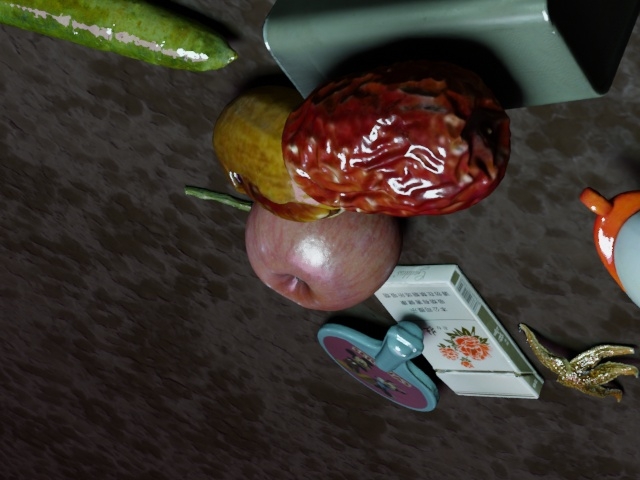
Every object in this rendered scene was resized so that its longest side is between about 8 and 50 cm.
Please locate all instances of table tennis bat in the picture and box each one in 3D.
[{"bbox_3d":[0.070,0.127,1.957,0.153,0.040,0.244,34,164,0],"label":"table tennis bat"}]

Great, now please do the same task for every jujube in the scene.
[{"bbox_3d":[0.049,-0.070,1.297,0.176,0.109,0.112,-3,106,41],"label":"jujube"}]

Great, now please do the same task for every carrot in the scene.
[{"bbox_3d":[-0.242,-0.215,1.667,0.359,0.074,0.074,18,149,14],"label":"carrot"}]

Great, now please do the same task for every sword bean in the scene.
[{"bbox_3d":[-0.107,-0.044,1.886,0.083,0.012,0.012,16,149,23],"label":"sword bean"}]

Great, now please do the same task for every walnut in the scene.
[{"bbox_3d":[-0.024,-0.077,1.642,0.207,0.116,0.116,23,158,51],"label":"walnut"}]

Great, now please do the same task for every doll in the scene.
[{"bbox_3d":[0.355,0.051,1.546,0.336,0.105,0.200,34,-169,-9],"label":"doll"}]

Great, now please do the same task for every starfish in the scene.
[{"bbox_3d":[0.250,0.128,1.838,0.130,0.041,0.133,26,151,4],"label":"starfish"}]

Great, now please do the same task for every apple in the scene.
[{"bbox_3d":[0.000,0.000,1.758,0.153,0.120,0.153,20,151,12],"label":"apple"}]

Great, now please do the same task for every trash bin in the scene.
[{"bbox_3d":[0.106,-0.181,1.351,0.241,0.164,0.122,-3,140,37],"label":"trash bin"}]

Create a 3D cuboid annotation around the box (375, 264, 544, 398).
[{"bbox_3d":[0.141,0.096,1.889,0.109,0.029,0.198,-2,139,41],"label":"box"}]
